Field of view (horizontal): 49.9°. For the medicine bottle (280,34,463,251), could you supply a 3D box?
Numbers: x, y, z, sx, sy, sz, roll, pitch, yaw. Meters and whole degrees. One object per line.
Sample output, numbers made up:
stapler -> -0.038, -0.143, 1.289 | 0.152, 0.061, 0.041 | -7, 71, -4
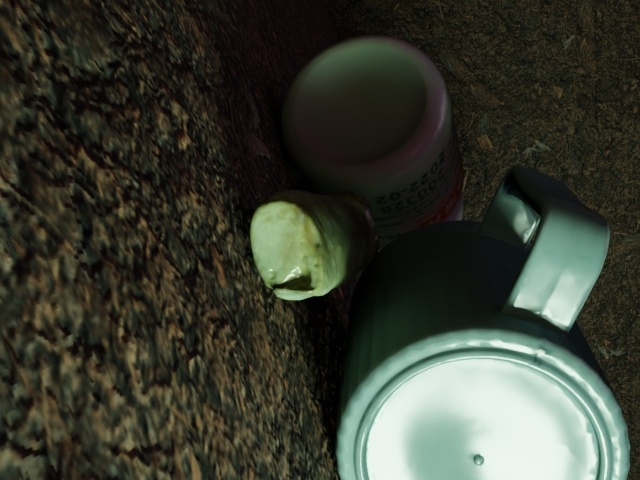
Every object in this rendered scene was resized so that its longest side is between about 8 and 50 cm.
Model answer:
medicine bottle -> 0.099, -0.108, 1.019 | 0.388, 0.219, 0.219 | 51, 22, -65

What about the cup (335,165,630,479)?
cup -> 0.173, 0.121, 0.696 | 0.256, 0.331, 0.311 | 49, 16, -8

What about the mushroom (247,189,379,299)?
mushroom -> 0.000, 0.000, 0.693 | 0.099, 0.081, 0.312 | 68, 14, 2
